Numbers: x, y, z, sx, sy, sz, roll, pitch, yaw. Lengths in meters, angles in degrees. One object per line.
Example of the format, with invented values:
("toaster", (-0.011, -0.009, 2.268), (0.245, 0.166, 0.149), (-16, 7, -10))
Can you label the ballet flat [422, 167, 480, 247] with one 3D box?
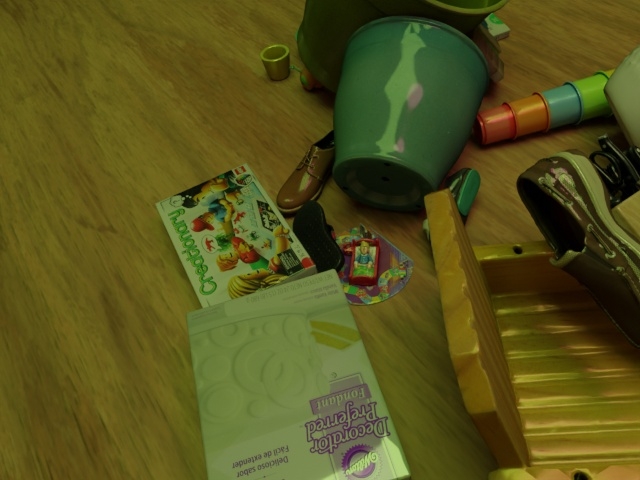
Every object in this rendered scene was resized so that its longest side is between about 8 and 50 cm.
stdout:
("ballet flat", (0.216, -0.039, 1.014), (0.074, 0.074, 0.203), (13, 60, 21))

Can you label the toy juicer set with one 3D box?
("toy juicer set", (0.034, -0.473, 1.400), (0.209, 0.089, 0.329), (32, 61, 32))

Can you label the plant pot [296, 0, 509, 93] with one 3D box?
("plant pot", (0.125, -0.472, 1.170), (0.367, 0.353, 0.366), (10, 63, -21))

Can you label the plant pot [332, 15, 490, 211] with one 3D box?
("plant pot", (0.138, -0.200, 1.049), (0.272, 0.271, 0.255), (10, 68, 19))

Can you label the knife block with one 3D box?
("knife block", (0.389, 0.001, 0.756), (0.242, 0.088, 0.275), (18, 58, -9))

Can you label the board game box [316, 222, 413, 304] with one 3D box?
("board game box", (0.069, 0.031, 0.997), (0.133, 0.033, 0.169), (-34, 52, -18))

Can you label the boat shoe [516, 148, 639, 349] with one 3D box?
("boat shoe", (0.313, 0.019, 0.701), (0.095, 0.095, 0.257), (-19, 71, -19))

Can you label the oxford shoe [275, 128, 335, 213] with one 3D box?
("oxford shoe", (-0.021, -0.137, 1.133), (0.076, 0.076, 0.212), (23, 59, 25))

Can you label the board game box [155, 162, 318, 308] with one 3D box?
("board game box", (-0.156, 0.001, 1.053), (0.193, 0.053, 0.305), (-27, 50, -11))

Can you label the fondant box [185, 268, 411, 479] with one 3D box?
("fondant box", (-0.040, 0.218, 0.818), (0.238, 0.096, 0.330), (-17, 50, -4))

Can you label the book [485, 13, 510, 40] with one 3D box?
("book", (0.354, -0.487, 1.391), (0.144, 0.035, 0.096), (-23, 55, -10))

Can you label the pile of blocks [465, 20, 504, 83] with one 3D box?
("pile of blocks", (0.302, -0.455, 1.312), (0.113, 0.149, 0.362), (-33, 45, 33))

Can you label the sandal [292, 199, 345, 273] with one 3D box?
("sandal", (0.000, 0.000, 1.028), (0.067, 0.040, 0.179), (-41, 46, 16))

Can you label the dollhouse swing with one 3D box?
("dollhouse swing", (0.297, 0.107, 0.710), (0.315, 0.305, 0.346), (-5, 48, 7))

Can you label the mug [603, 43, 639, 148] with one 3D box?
("mug", (0.649, -0.224, 0.913), (0.328, 0.276, 0.374), (-27, 34, 26))

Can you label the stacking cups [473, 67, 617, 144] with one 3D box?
("stacking cups", (0.450, -0.262, 1.134), (0.316, 0.096, 0.096), (-13, 49, 0))
